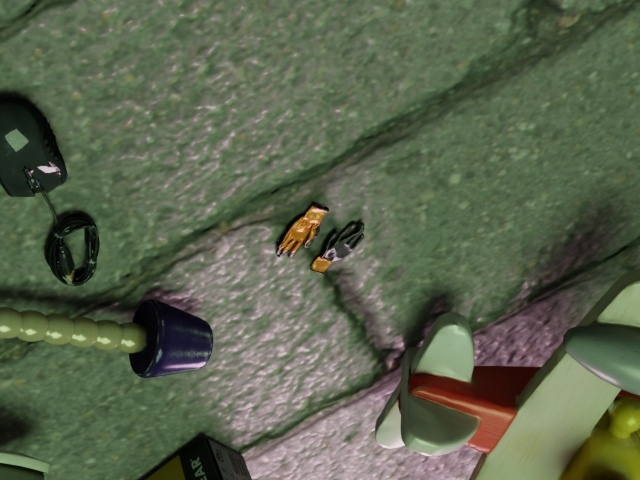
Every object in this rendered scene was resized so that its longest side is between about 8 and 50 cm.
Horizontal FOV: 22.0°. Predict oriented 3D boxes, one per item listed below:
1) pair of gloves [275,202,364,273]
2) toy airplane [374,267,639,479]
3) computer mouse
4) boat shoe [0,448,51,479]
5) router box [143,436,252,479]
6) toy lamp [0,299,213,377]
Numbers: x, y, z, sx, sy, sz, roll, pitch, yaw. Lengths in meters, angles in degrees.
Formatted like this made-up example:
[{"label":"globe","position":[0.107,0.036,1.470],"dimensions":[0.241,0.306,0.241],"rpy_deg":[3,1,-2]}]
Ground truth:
[{"label":"pair of gloves","position":[0.000,0.000,1.624],"dimensions":[0.083,0.010,0.074],"rpy_deg":[21,122,-39]},{"label":"toy airplane","position":[0.255,0.223,1.767],"dimensions":[0.384,0.272,0.386],"rpy_deg":[-26,138,4]},{"label":"computer mouse","position":[-0.246,-0.033,1.461],"dimensions":[0.071,0.041,0.242],"rpy_deg":[-22,139,-2]},{"label":"boat shoe","position":[-0.415,0.243,1.605],"dimensions":[0.305,0.091,0.109],"rpy_deg":[6,166,-24]},{"label":"router box","position":[-0.147,0.403,1.750],"dimensions":[0.243,0.309,0.081],"rpy_deg":[-38,140,15]},{"label":"toy lamp","position":[-0.233,0.084,1.562],"dimensions":[0.274,0.080,0.080],"rpy_deg":[10,128,-30]}]
